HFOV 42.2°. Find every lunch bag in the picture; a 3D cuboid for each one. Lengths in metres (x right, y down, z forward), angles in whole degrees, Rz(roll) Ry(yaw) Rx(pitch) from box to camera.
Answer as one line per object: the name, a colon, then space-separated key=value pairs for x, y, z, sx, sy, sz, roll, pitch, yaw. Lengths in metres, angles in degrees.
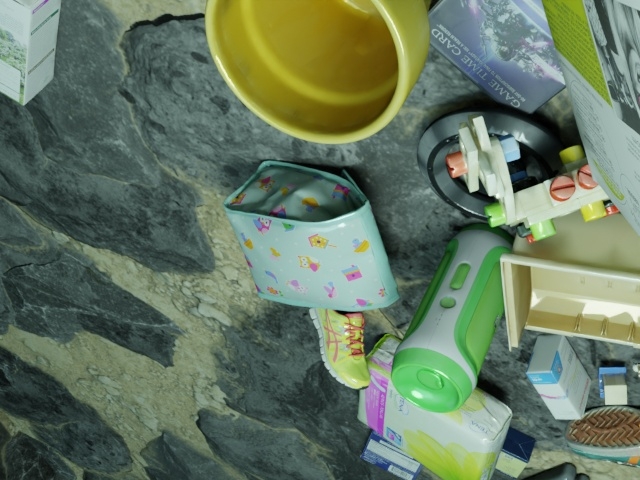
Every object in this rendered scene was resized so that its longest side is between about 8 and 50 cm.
lunch bag: x=0.000 y=0.000 z=1.383 sx=0.262 sy=0.160 sz=0.223 roll=10 pitch=136 yaw=33

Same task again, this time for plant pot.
plant pot: x=0.028 y=-0.284 z=0.998 sx=0.254 sy=0.239 sz=0.254 roll=18 pitch=139 yaw=17

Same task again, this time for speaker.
speaker: x=0.209 y=0.110 z=1.245 sx=0.131 sy=0.296 sz=0.131 roll=18 pitch=139 yaw=17

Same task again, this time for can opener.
can opener: x=0.441 y=0.540 z=1.717 sx=0.074 sy=0.093 sz=0.280 roll=37 pitch=136 yaw=-5

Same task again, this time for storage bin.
storage bin: x=0.407 y=0.078 z=1.188 sx=0.262 sy=0.123 sz=0.260 roll=8 pitch=144 yaw=22

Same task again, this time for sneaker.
sneaker: x=0.572 y=0.357 z=1.415 sx=0.302 sy=0.108 sz=0.121 roll=-9 pitch=121 yaw=38
sneaker: x=0.048 y=0.174 z=1.535 sx=0.094 sy=0.081 sz=0.208 roll=-42 pitch=62 yaw=36

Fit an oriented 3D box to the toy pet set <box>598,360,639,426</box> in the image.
toy pet set: x=0.521 y=0.243 z=1.370 sx=0.114 sy=0.065 sz=0.122 roll=-4 pitch=115 yaw=15

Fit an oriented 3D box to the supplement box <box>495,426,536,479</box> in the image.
supplement box: x=0.371 y=0.419 z=1.655 sx=0.083 sy=0.056 sz=0.083 roll=25 pitch=140 yaw=10

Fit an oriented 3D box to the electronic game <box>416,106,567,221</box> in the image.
electronic game: x=0.250 y=-0.102 z=1.192 sx=0.229 sy=0.048 sz=0.229 roll=17 pitch=146 yaw=12

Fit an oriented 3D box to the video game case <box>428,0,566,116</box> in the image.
video game case: x=0.266 y=-0.281 z=1.013 sx=0.196 sy=0.026 sz=0.274 roll=39 pitch=142 yaw=-9

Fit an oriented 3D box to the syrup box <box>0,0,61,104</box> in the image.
syrup box: x=-0.506 y=-0.351 z=1.396 sx=0.093 sy=0.096 sz=0.237 roll=30 pitch=141 yaw=-1

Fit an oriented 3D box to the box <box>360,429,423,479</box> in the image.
box: x=0.175 y=0.450 z=1.834 sx=0.136 sy=0.036 sz=0.225 roll=25 pitch=142 yaw=9

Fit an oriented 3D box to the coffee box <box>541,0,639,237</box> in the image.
coffee box: x=0.398 y=-0.171 z=0.676 sx=0.338 sy=0.338 sz=0.334 roll=-22 pitch=118 yaw=8

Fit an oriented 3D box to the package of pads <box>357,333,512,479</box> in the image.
package of pads: x=0.211 y=0.334 z=1.597 sx=0.296 sy=0.101 sz=0.229 roll=30 pitch=143 yaw=25

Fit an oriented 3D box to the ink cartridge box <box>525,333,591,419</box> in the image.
ink cartridge box: x=0.406 y=0.232 z=1.409 sx=0.052 sy=0.088 sz=0.122 roll=-14 pitch=123 yaw=42

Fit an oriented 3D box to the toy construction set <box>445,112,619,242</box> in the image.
toy construction set: x=0.317 y=-0.084 z=1.011 sx=0.328 sy=0.151 sz=0.215 roll=-5 pitch=173 yaw=5
